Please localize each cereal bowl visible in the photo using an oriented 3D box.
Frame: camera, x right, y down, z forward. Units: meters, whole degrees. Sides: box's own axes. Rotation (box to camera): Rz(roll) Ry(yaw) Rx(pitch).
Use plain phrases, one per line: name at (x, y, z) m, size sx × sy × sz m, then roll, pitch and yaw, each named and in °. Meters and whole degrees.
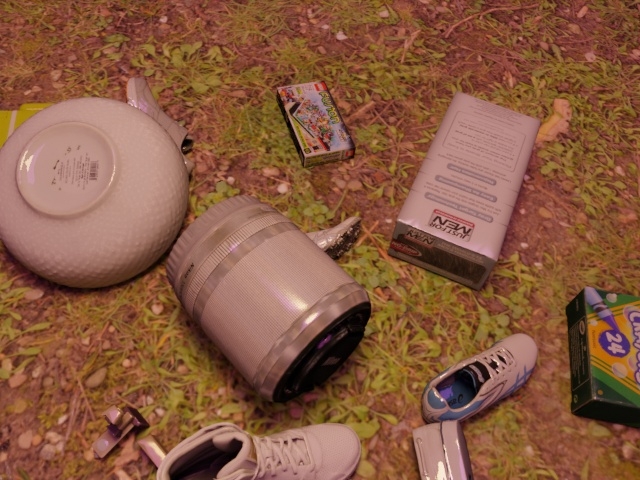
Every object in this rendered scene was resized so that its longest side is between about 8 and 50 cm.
cereal bowl at (-0.401, -0.098, 0.971) m, size 0.338 × 0.141 × 0.339 m, roll 0°, pitch 74°, yaw 1°

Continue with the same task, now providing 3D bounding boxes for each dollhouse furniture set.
dollhouse furniture set at (-0.275, 0.305, 0.816) m, size 0.081 × 0.091 × 0.114 m, roll -44°, pitch 72°, yaw -12°

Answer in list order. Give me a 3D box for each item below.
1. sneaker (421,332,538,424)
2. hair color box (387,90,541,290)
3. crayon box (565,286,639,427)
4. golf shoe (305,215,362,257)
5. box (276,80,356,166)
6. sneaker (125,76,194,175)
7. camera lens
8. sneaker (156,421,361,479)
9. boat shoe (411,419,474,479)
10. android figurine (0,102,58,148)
sneaker at (0.262, 0.215, 0.915) m, size 0.237 × 0.086 × 0.085 m, roll -26°, pitch 61°, yaw -22°
hair color box at (0.284, -0.108, 1.115) m, size 0.185 × 0.114 × 0.375 m, roll 22°, pitch 57°, yaw 10°
crayon box at (0.585, 0.210, 0.948) m, size 0.322 × 0.083 × 0.203 m, roll 12°, pitch 56°, yaw 2°
golf shoe at (0.000, 0.000, 1.047) m, size 0.086 × 0.069 × 0.176 m, roll 37°, pitch 60°, yaw 25°
box at (-0.013, -0.253, 1.229) m, size 0.114 × 0.036 × 0.207 m, roll -13°, pitch 59°, yaw -14°
sneaker at (-0.321, -0.218, 1.154) m, size 0.120 × 0.099 × 0.263 m, roll -9°, pitch 65°, yaw -20°
camera lens at (-0.076, 0.089, 0.885) m, size 0.219 × 0.219 × 0.274 m, roll -37°, pitch 67°, yaw -25°
sneaker at (-0.071, 0.302, 0.777) m, size 0.292 × 0.169 × 0.108 m, roll -13°, pitch 57°, yaw -15°
boat shoe at (0.176, 0.386, 0.802) m, size 0.084 × 0.095 × 0.258 m, roll -15°, pitch 51°, yaw 19°
android figurine at (-0.558, -0.177, 1.117) m, size 0.272 × 0.056 × 0.249 m, roll -6°, pitch 58°, yaw -10°
